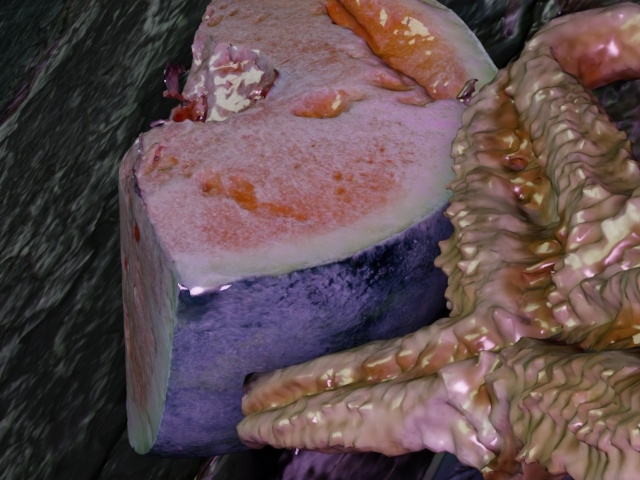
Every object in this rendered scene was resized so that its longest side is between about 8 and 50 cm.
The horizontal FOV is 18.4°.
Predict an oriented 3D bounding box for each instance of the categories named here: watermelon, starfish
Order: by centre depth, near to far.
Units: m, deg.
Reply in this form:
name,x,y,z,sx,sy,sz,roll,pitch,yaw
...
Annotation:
name,x,y,z,sx,sy,sz,roll,pitch,yaw
starfish,0.132,-0.020,0.624,0.324,0.082,0.432,-49,12,-23
watermelon,0.006,0.000,0.955,0.322,0.175,0.188,-68,-18,-51

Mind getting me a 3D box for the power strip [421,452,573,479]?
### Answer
name,x,y,z,sx,sy,sz,roll,pitch,yaw
power strip,0.133,0.051,0.710,0.216,0.061,0.145,-27,24,45
